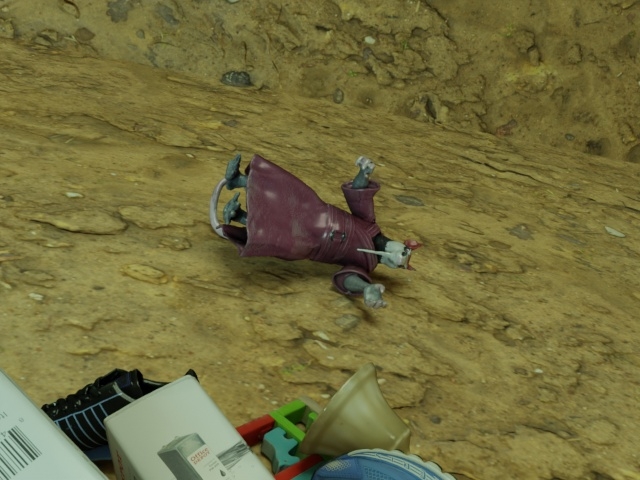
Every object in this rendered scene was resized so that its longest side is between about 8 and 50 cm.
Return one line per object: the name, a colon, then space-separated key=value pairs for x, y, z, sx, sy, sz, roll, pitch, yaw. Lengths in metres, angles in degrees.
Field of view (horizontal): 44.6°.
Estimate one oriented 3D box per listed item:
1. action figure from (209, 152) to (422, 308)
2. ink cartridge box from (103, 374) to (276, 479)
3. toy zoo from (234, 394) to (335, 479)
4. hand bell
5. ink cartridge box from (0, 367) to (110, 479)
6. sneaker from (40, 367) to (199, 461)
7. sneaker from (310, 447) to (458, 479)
action figure: x=0.000 y=0.000 z=1.353 sx=0.370 sy=0.248 sz=0.275 roll=20 pitch=-22 yaw=-20
ink cartridge box: x=-0.086 y=0.245 z=0.652 sx=0.092 sy=0.159 sz=0.218 roll=-24 pitch=48 yaw=-28
toy zoo: x=-0.048 y=0.271 z=0.828 sx=0.192 sy=0.030 sz=0.293 roll=32 pitch=29 yaw=32
hand bell: x=0.108 y=0.253 z=0.827 sx=0.242 sy=0.126 sz=0.126 roll=37 pitch=30 yaw=17
ink cartridge box: x=-0.213 y=0.253 z=0.499 sx=0.307 sy=0.129 sz=0.223 roll=34 pitch=57 yaw=27
sneaker: x=-0.236 y=0.180 z=0.811 sx=0.232 sy=0.091 sz=0.081 roll=-1 pitch=14 yaw=-14
sneaker: x=0.088 y=0.299 z=0.658 sx=0.147 sy=0.130 sz=0.330 roll=-6 pitch=28 yaw=-39
